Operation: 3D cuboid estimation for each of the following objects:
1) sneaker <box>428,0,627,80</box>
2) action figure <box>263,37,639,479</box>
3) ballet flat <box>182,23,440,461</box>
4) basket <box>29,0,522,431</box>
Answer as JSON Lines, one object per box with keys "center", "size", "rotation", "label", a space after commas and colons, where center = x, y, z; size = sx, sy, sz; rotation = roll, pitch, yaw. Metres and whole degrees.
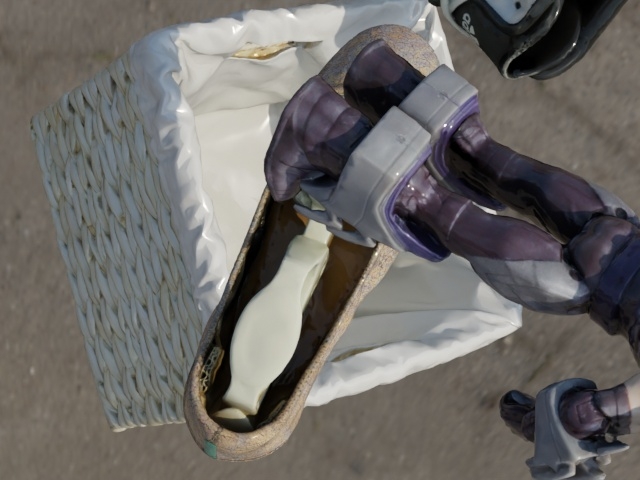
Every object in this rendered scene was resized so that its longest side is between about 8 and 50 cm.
{"center": [0.074, -0.247, 1.313], "size": [0.448, 0.169, 0.257], "rotation": [-13, 64, 17], "label": "sneaker"}
{"center": [0.118, 0.008, 0.707], "size": [0.285, 0.099, 0.185], "rotation": [32, 52, 21], "label": "action figure"}
{"center": [0.000, 0.000, 1.030], "size": [0.108, 0.106, 0.316], "rotation": [21, 87, 7], "label": "ballet flat"}
{"center": [-0.049, -0.023, 1.428], "size": [0.328, 0.266, 0.331], "rotation": [-15, 91, -39], "label": "basket"}
